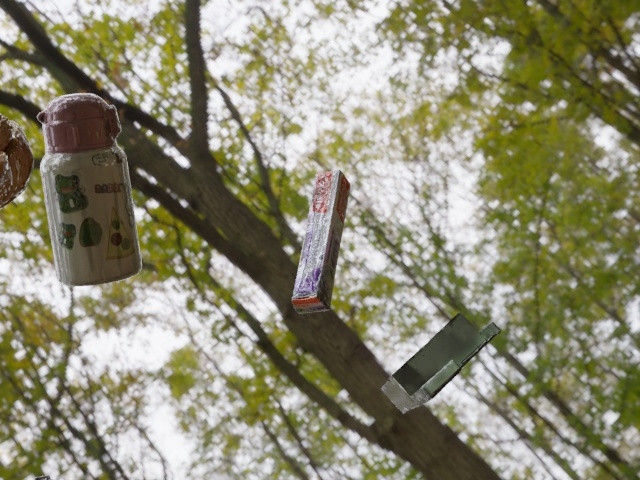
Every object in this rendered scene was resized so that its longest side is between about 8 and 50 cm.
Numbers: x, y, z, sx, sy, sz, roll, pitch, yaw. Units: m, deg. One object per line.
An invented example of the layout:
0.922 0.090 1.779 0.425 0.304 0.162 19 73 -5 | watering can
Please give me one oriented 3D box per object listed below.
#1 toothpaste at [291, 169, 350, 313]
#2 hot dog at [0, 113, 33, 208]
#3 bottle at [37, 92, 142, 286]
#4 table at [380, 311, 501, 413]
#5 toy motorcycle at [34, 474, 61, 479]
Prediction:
0.000 0.000 1.248 0.047 0.196 0.040 -9 -37 27 | toothpaste
-0.384 -0.007 0.751 0.348 0.117 0.158 -29 13 12 | hot dog
-0.315 -0.071 1.327 0.120 0.120 0.253 -13 -76 -38 | bottle
0.174 0.177 1.444 0.146 0.062 0.175 -40 -10 -18 | table
-0.349 0.417 1.214 0.090 0.263 0.157 -10 -48 3 | toy motorcycle
